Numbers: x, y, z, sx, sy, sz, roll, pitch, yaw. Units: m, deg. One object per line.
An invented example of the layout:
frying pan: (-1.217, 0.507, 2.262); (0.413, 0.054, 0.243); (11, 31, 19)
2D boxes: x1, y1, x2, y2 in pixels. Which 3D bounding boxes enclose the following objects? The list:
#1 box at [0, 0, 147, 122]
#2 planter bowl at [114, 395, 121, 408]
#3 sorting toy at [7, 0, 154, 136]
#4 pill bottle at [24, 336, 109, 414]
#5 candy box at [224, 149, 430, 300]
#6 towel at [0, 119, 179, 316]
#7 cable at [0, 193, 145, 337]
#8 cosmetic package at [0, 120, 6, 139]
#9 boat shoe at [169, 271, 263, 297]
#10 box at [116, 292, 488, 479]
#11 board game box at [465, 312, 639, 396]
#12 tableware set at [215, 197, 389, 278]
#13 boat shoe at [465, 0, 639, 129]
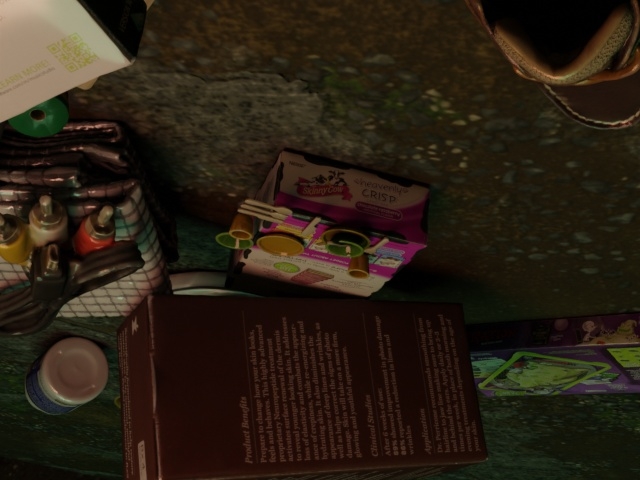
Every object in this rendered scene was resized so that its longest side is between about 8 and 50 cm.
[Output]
box: (-0.267, -0.164, 0.434); (0.232, 0.058, 0.322); (-19, 136, 21)
planter bowl: (-0.232, 0.248, 1.630); (0.217, 0.090, 0.217); (7, 157, 3)
sorting toy: (-0.181, -0.190, 0.651); (0.132, 0.046, 0.274); (21, 131, -33)
pill bottle: (-0.440, 0.237, 1.642); (0.112, 0.112, 0.187); (19, 153, -24)
candy box: (0.000, 0.000, 1.026); (0.159, 0.071, 0.233); (13, 155, -13)
towel: (-0.297, -0.025, 1.003); (0.284, 0.121, 0.235); (0, 148, 6)
cable: (-0.261, 0.030, 0.950); (0.139, 0.072, 0.287); (-2, 163, -23)
cosmetic package: (-0.406, -0.110, 0.839); (0.238, 0.127, 0.107); (12, 155, -6)
boat shoe: (-0.103, 0.100, 1.260); (0.268, 0.088, 0.096); (4, 156, 7)
box: (-0.020, 0.171, 1.058); (0.381, 0.191, 0.143); (4, 157, -27)
board game box: (0.351, 0.161, 1.313); (0.347, 0.056, 0.208); (-7, 148, 31)
tableware set: (-0.019, 0.006, 0.927); (0.154, 0.024, 0.104); (15, 155, -17)
boat shoe: (0.143, -0.145, 0.591); (0.123, 0.123, 0.342); (-4, 153, 25)
